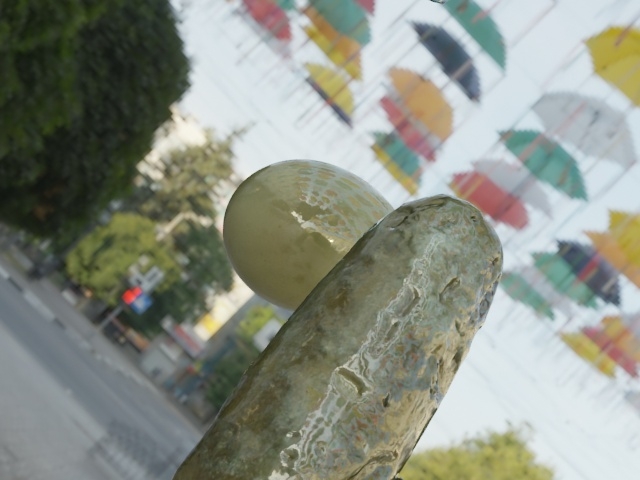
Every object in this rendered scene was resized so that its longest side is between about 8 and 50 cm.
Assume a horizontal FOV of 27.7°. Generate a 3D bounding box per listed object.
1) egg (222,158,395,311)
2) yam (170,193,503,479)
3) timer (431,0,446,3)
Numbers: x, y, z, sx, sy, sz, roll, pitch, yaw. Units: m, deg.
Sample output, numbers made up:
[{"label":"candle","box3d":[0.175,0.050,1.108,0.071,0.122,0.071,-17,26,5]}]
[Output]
[{"label":"egg","box3d":[0.000,0.000,1.603,0.254,0.188,0.188,16,5,-26]},{"label":"yam","box3d":[0.015,0.108,0.851,0.133,0.330,0.133,32,-19,12]},{"label":"timer","box3d":[0.083,-0.331,1.074,0.250,0.091,0.232,51,33,2]}]
